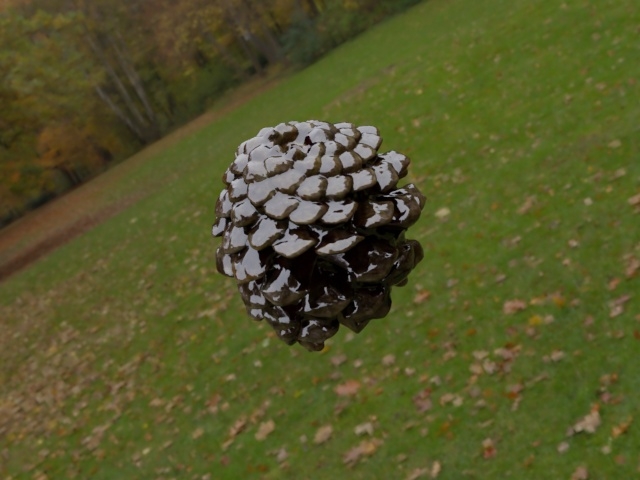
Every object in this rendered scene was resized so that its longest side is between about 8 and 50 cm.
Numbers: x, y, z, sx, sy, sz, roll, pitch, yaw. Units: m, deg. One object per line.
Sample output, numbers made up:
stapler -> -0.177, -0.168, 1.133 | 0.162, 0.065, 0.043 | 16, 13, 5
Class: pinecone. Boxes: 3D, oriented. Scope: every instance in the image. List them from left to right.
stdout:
pinecone -> -0.003, 0.000, 0.806 | 0.179, 0.205, 0.184 | 16, 34, 30
